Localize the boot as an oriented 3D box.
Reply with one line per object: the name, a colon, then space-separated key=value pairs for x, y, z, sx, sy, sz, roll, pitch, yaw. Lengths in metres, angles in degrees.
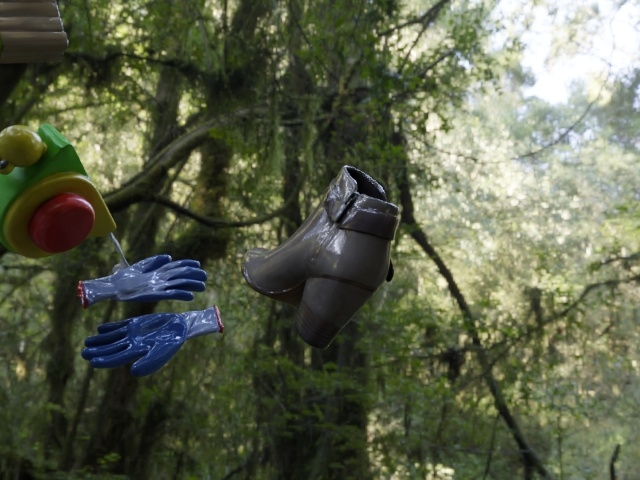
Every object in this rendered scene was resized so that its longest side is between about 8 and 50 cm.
boot: x=0.000 y=0.000 z=0.364 sx=0.042 sy=0.086 sz=0.118 roll=16 pitch=15 yaw=-35

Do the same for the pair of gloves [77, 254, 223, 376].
pair of gloves: x=-0.201 y=0.083 z=0.783 sx=0.160 sy=0.198 sz=0.023 roll=-12 pitch=-52 yaw=-16

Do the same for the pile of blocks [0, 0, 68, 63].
pile of blocks: x=-0.503 y=-0.232 z=0.868 sx=0.149 sy=0.362 sz=0.113 roll=53 pitch=-32 yaw=-8

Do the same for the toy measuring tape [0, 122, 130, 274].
toy measuring tape: x=-0.300 y=-0.008 z=0.766 sx=0.122 sy=0.121 sz=0.330 roll=1 pitch=-31 yaw=2
